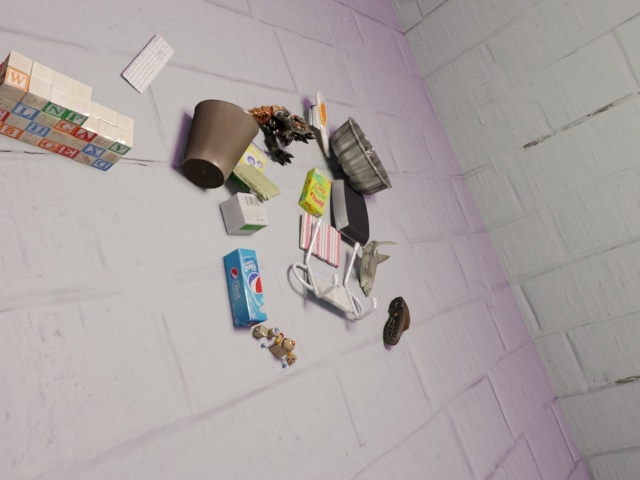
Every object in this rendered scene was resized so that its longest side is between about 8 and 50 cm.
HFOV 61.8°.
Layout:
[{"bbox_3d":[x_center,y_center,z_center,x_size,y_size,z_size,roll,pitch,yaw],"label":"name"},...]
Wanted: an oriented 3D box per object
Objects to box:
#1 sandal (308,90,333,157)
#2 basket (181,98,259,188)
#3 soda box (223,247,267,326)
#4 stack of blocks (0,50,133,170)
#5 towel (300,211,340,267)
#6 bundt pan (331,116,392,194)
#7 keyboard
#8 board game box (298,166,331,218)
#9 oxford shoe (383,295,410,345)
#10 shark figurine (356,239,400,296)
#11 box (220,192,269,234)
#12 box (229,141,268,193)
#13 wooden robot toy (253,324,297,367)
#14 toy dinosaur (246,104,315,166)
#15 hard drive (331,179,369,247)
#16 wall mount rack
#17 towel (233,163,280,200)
[{"bbox_3d":[-0.009,-0.456,2.117,0.102,0.076,0.265,-36,118,-69],"label":"sandal"},{"bbox_3d":[-0.309,-0.277,1.566,0.204,0.154,0.227,17,55,-4],"label":"basket"},{"bbox_3d":[-0.211,0.132,1.495,0.067,0.071,0.210,9,61,-48],"label":"soda box"},{"bbox_3d":[-0.582,-0.279,1.211,0.297,0.171,0.087,21,53,-43],"label":"stack of blocks"},{"bbox_3d":[0.000,0.000,1.880,0.197,0.029,0.144,29,50,-37],"label":"towel"},{"bbox_3d":[0.152,-0.322,2.133,0.331,0.124,0.331,54,17,-25],"label":"bundt pan"},{"bbox_3d":[-0.508,-0.531,1.594,0.072,0.014,0.256,42,41,-26],"label":"keyboard"},{"bbox_3d":[-0.018,-0.174,1.950,0.092,0.043,0.181,42,41,-27],"label":"board game box"},{"bbox_3d":[0.299,0.317,2.004,0.096,0.083,0.227,53,38,-21],"label":"oxford shoe"},{"bbox_3d":[0.205,0.055,1.923,0.116,0.278,0.166,-3,50,-13],"label":"shark figurine"},{"bbox_3d":[-0.226,-0.078,1.594,0.101,0.087,0.102,2,68,-52],"label":"box"},{"bbox_3d":[-0.238,-0.243,1.724,0.105,0.043,0.179,40,43,-28],"label":"box"},{"bbox_3d":[-0.105,0.289,1.522,0.173,0.079,0.076,48,38,-20],"label":"wooden robot toy"},{"bbox_3d":[-0.148,-0.397,1.883,0.322,0.164,0.218,-11,62,-35],"label":"toy dinosaur"},{"bbox_3d":[0.118,-0.111,2.050,0.172,0.054,0.254,33,38,-36],"label":"hard drive"},{"bbox_3d":[0.057,0.102,1.802,0.350,0.130,0.304,33,26,-37],"label":"wall mount rack"},{"bbox_3d":[-0.196,-0.180,1.634,0.148,0.027,0.110,40,26,4],"label":"towel"}]
